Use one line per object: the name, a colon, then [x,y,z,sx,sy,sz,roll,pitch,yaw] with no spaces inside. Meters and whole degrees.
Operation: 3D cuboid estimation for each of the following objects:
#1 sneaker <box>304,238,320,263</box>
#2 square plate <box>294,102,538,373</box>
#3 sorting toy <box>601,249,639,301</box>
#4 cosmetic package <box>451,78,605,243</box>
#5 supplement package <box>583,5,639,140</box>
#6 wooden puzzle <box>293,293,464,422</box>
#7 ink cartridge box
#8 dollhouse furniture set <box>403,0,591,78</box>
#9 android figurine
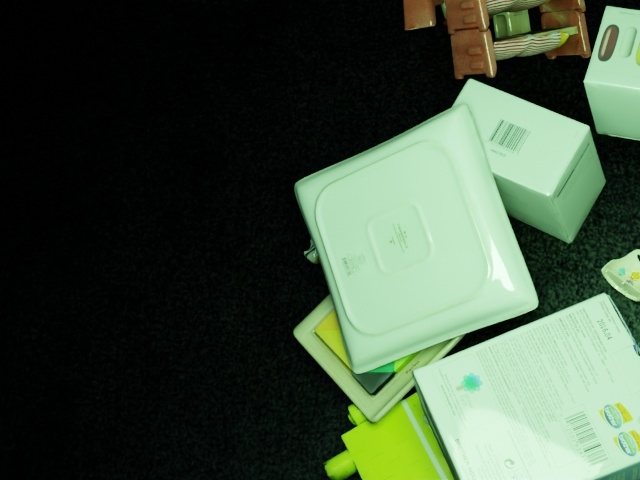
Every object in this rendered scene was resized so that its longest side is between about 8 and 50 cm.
sneaker: [0.000,0.000,2.155,0.037,0.032,0.083,30,81,27]
square plate: [0.136,0.001,1.909,0.344,0.049,0.347,-24,77,26]
sorting toy: [0.517,0.053,1.943,0.083,0.045,0.075,39,78,28]
cosmetic package: [0.334,-0.130,1.976,0.224,0.224,0.138,27,80,27]
supplement package: [0.587,-0.257,1.946,0.262,0.204,0.145,13,75,23]
wooden puzzle: [0.092,0.151,1.992,0.221,0.044,0.238,-45,59,3]
ink cartridge box: [0.376,0.264,1.825,0.395,0.151,0.270,-23,63,-1]
dollhouse furniture set: [0.271,-0.368,2.035,0.201,0.374,0.152,-14,102,-20]
android figurine: [0.145,0.353,1.951,0.273,0.056,0.248,-30,62,8]
